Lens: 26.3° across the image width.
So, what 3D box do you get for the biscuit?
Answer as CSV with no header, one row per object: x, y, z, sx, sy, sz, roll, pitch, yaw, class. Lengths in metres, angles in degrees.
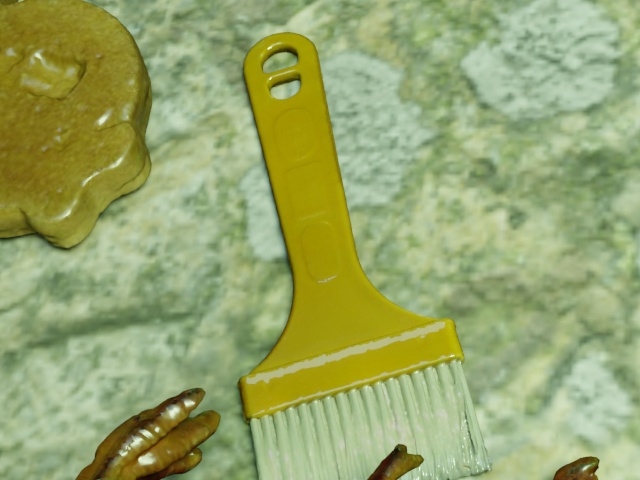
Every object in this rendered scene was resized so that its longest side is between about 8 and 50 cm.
-0.195,-0.076,0.741,0.249,0.035,0.184,12,64,21,biscuit

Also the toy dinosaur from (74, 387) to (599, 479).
-0.061,0.166,0.496,0.432,0.097,0.208,-27,43,-24,toy dinosaur

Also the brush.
0.000,0.000,0.655,0.103,0.013,0.272,-16,56,5,brush
